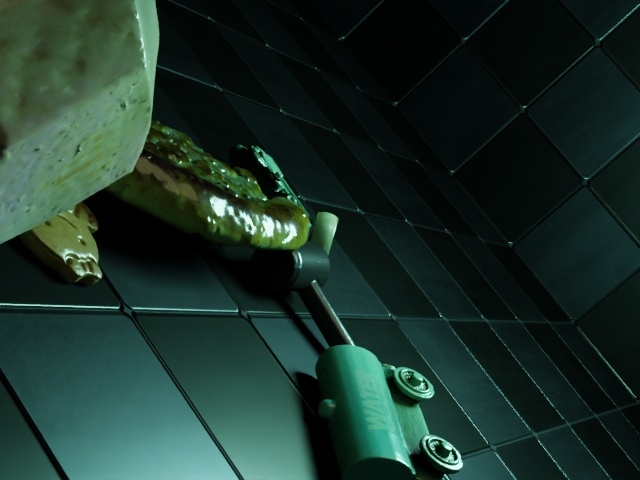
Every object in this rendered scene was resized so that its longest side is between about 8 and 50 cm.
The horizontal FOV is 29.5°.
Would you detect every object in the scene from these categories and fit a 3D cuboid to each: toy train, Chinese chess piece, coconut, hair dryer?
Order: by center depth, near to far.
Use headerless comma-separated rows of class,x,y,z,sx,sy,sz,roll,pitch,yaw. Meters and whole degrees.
coconut,-0.290,-0.162,0.994,0.352,0.352,0.352,43,17,-16
toy train,0.067,0.217,1.411,0.159,0.101,0.248,23,24,-21
hair dryer,0.002,0.108,1.563,0.248,0.071,0.114,61,18,14
toy train,-0.072,-0.065,1.745,0.170,0.071,0.111,56,11,25
Chinese chess piece,0.000,0.000,1.749,0.034,0.084,0.084,17,18,1

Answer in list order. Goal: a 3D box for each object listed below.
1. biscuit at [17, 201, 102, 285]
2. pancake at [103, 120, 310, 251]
biscuit,-0.275,-0.034,1.220,0.133,0.027,0.184,40,17,-30
pancake,-0.171,-0.091,1.438,0.427,0.067,0.305,26,18,-27
